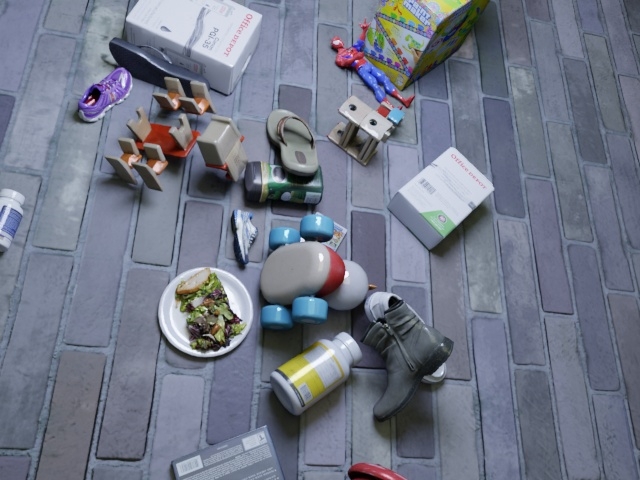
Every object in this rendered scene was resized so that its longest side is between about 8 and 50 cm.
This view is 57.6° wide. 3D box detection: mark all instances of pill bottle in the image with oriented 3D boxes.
[{"bbox_3d":[-0.656,-0.043,1.198,0.067,0.067,0.120,14,64,-9],"label":"pill bottle"},{"bbox_3d":[-0.006,0.271,1.209,0.184,0.103,0.103,-31,77,-25],"label":"pill bottle"}]

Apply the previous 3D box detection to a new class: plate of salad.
[{"bbox_3d":[-0.241,0.146,1.235,0.200,0.048,0.200,6,65,-13],"label":"plate of salad"}]

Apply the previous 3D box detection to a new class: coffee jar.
[{"bbox_3d":[-0.089,-0.136,1.384,0.184,0.079,0.096,2,61,-15],"label":"coffee jar"}]

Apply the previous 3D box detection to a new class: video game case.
[{"bbox_3d":[0.000,0.000,1.385,0.087,0.011,0.122,31,63,1],"label":"video game case"},{"bbox_3d":[-0.149,0.519,1.104,0.196,0.026,0.274,-15,72,-20],"label":"video game case"}]

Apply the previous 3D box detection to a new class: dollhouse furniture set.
[{"bbox_3d":[0.129,-0.317,1.495,0.129,0.129,0.183,38,64,4],"label":"dollhouse furniture set"},{"bbox_3d":[-0.309,-0.222,1.333,0.259,0.135,0.262,14,60,21],"label":"dollhouse furniture set"}]

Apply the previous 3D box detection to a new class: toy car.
[{"bbox_3d":[0.011,0.095,1.277,0.238,0.210,0.219,22,63,-37],"label":"toy car"}]

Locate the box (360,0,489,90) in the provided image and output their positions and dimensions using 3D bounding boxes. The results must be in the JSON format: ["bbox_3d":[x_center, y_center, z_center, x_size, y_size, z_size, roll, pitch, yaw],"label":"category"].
[{"bbox_3d":[0.300,-0.616,1.592,0.290,0.279,0.177,-39,81,-27],"label":"box"}]

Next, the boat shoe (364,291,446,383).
[{"bbox_3d":[0.198,0.217,1.263,0.258,0.084,0.095,46,64,-15],"label":"boat shoe"}]

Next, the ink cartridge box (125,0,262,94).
[{"bbox_3d":[-0.315,-0.529,1.479,0.283,0.117,0.207,23,62,-4],"label":"ink cartridge box"}]

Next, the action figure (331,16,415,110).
[{"bbox_3d":[0.141,-0.479,1.573,0.280,0.139,0.091,42,62,9],"label":"action figure"}]

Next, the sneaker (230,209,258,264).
[{"bbox_3d":[-0.167,-0.010,1.324,0.058,0.052,0.135,-1,67,-20],"label":"sneaker"}]

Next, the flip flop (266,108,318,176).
[{"bbox_3d":[-0.063,-0.251,1.402,0.112,0.080,0.277,-1,38,-13],"label":"flip flop"}]

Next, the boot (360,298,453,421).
[{"bbox_3d":[0.146,0.247,1.213,0.161,0.246,0.083,37,18,4],"label":"boot"}]

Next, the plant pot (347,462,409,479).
[{"bbox_3d":[0.104,0.525,1.077,0.191,0.191,0.174,32,60,1],"label":"plant pot"}]

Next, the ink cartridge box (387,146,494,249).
[{"bbox_3d":[0.305,-0.109,1.468,0.219,0.092,0.160,-39,81,-26],"label":"ink cartridge box"}]

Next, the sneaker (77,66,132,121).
[{"bbox_3d":[-0.507,-0.352,1.375,0.068,0.071,0.170,30,62,0],"label":"sneaker"}]

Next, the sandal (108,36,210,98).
[{"bbox_3d":[-0.393,-0.424,1.431,0.254,0.097,0.054,24,63,-15],"label":"sandal"}]
